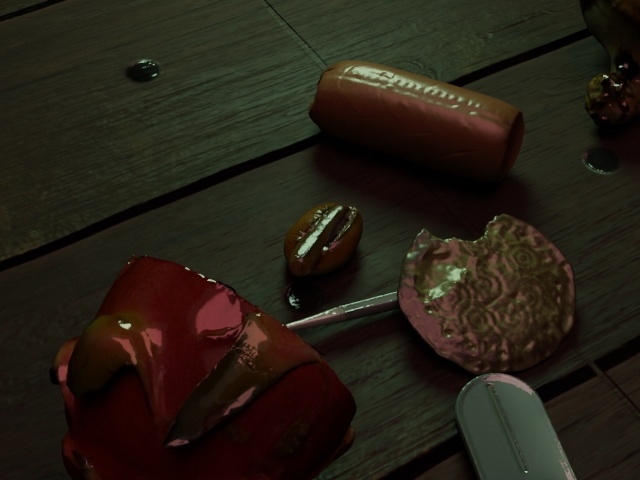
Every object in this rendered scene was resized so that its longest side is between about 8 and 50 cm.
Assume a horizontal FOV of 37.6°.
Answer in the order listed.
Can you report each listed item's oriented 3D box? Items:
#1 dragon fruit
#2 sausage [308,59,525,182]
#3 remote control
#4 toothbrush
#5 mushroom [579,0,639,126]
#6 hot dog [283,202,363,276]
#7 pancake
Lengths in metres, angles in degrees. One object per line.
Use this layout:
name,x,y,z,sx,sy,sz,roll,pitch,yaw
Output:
dragon fruit,-0.132,0.180,0.923,0.305,0.305,0.226,30,71,21
sausage,0.130,-0.173,1.326,0.304,0.121,0.121,19,52,15
remote control,0.219,0.256,1.014,0.104,0.052,0.247,-10,52,-9
toothbrush,0.046,0.089,1.161,0.342,0.030,0.025,-15,53,-14
mushroom,0.492,-0.313,1.421,0.254,0.267,0.267,-28,48,19
hot dog,-0.001,-0.001,1.216,0.090,0.060,0.140,31,59,27
pancake,0.208,0.064,1.164,0.235,0.029,0.212,-4,64,-11
